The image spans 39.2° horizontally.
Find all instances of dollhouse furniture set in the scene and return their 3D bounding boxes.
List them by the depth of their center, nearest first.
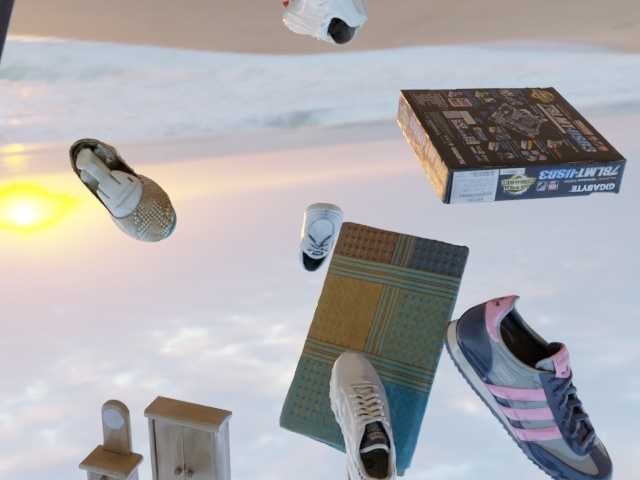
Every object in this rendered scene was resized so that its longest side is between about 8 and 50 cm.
[{"bbox_3d":[-0.250,0.361,1.133,0.303,0.174,0.355,8,-158,19],"label":"dollhouse furniture set"}]

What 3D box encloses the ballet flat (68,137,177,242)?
[{"bbox_3d":[-0.242,-0.062,1.052,0.206,0.073,0.067,35,-179,43],"label":"ballet flat"}]

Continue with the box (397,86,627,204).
[{"bbox_3d":[0.305,-0.168,1.495,0.293,0.073,0.295,-3,-146,-12],"label":"box"}]

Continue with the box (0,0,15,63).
[{"bbox_3d":[-0.440,-0.187,0.752,0.182,0.296,0.294,-12,150,27],"label":"box"}]

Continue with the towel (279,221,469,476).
[{"bbox_3d":[0.085,0.165,1.462,0.271,0.370,0.040,14,174,42],"label":"towel"}]

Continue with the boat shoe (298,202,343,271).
[{"bbox_3d":[-0.001,0.000,1.813,0.079,0.081,0.227,6,155,-5],"label":"boat shoe"}]

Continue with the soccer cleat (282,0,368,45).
[{"bbox_3d":[0.005,-0.228,0.912,0.068,0.076,0.196,-28,-176,-6],"label":"soccer cleat"}]

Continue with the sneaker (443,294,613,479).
[{"bbox_3d":[0.315,0.214,1.248,0.131,0.319,0.112,-44,179,42],"label":"sneaker"}]

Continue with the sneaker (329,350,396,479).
[{"bbox_3d":[0.069,0.260,1.303,0.090,0.235,0.095,-7,149,-9],"label":"sneaker"}]
